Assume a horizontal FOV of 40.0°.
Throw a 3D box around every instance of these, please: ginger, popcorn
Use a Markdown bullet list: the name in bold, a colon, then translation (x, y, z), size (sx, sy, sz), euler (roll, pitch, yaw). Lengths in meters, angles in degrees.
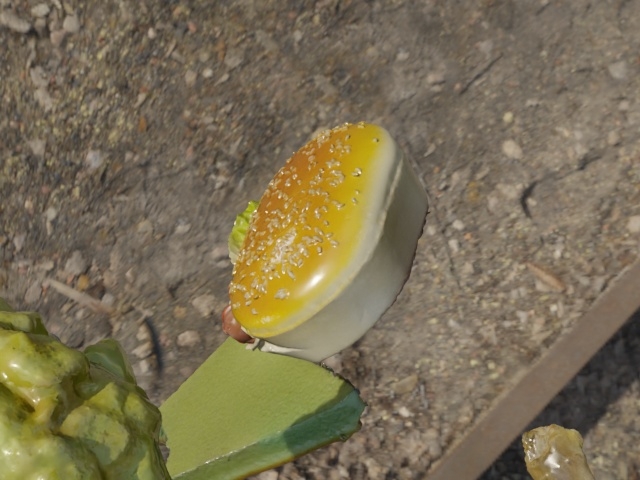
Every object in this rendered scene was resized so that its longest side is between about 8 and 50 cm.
- **ginger**: translation (0.185, 0.228, 0.671), size (0.096, 0.067, 0.165), euler (-28, 60, 14)
- **popcorn**: translation (-0.176, 0.154, 0.519), size (0.195, 0.256, 0.255), euler (-27, 57, -23)

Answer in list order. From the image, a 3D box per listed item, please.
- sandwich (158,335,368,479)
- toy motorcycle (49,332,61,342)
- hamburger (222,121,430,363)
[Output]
- **sandwich**: translation (-0.082, 0.208, 0.970), size (0.212, 0.245, 0.063), euler (-46, 121, -12)
- **toy motorcycle**: translation (-0.427, 0.192, 0.987), size (0.296, 0.198, 0.109), euler (-30, 110, -13)
- **hamburger**: translation (0.000, 0.000, 0.708), size (0.116, 0.173, 0.210), euler (36, 48, -15)
